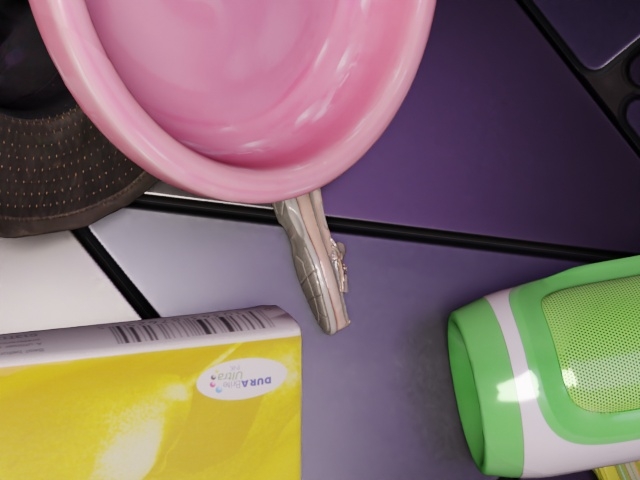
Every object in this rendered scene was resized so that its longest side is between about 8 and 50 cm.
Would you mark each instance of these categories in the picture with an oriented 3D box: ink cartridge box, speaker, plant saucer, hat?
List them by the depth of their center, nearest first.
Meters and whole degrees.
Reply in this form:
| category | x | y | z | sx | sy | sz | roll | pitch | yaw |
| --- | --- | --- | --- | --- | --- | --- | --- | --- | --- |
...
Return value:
| category | x | y | z | sx | sy | sz | roll | pitch | yaw |
| --- | --- | --- | --- | --- | --- | --- | --- | --- | --- |
| ink cartridge box | -0.159 | 0.203 | 0.670 | 0.304 | 0.072 | 0.307 | -5 | 101 | -21 |
| plant saucer | -0.054 | -0.190 | 0.718 | 0.332 | 0.084 | 0.332 | -10 | 104 | -48 |
| hat | -0.205 | -0.171 | 0.718 | 0.134 | 0.331 | 0.331 | 7 | 81 | 32 |
| speaker | 0.240 | 0.073 | 0.776 | 0.296 | 0.131 | 0.131 | -10 | 86 | -3 |

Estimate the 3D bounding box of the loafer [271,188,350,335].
| category | x | y | z | sx | sy | sz | roll | pitch | yaw |
| --- | --- | --- | --- | --- | --- | --- | --- | --- | --- |
| loafer | 0.000 | 0.000 | 0.800 | 0.039 | 0.045 | 0.125 | -19 | 85 | -18 |

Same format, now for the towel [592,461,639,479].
| category | x | y | z | sx | sy | sz | roll | pitch | yaw |
| --- | --- | --- | --- | --- | --- | --- | --- | --- | --- |
| towel | 0.305 | 0.130 | 0.852 | 0.237 | 0.021 | 0.102 | -24 | 92 | -11 |
